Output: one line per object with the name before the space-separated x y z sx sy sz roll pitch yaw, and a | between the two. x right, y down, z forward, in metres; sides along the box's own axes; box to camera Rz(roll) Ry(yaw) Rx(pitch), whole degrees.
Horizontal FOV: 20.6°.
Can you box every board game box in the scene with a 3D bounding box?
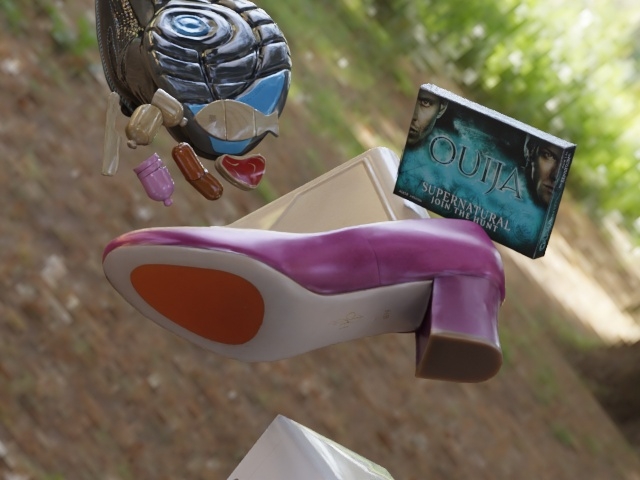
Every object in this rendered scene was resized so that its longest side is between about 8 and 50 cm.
board game box | 0.168 -0.073 1.833 0.186 0.126 0.026 26 24 31

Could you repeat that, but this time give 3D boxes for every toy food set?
toy food set | -0.087 -0.058 1.163 0.122 0.019 0.078 10 76 -25

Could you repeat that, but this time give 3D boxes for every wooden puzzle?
wooden puzzle | 0.000 0.000 1.943 0.221 0.238 0.044 -111 177 -59

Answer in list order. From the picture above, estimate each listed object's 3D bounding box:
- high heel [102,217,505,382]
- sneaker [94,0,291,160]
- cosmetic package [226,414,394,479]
high heel | -0.011 0.021 1.613 0.377 0.127 0.181 16 40 -14
sneaker | -0.116 -0.152 1.517 0.125 0.140 0.341 2 34 -21
cosmetic package | 0.030 0.335 1.463 0.155 0.197 0.365 32 8 -37
